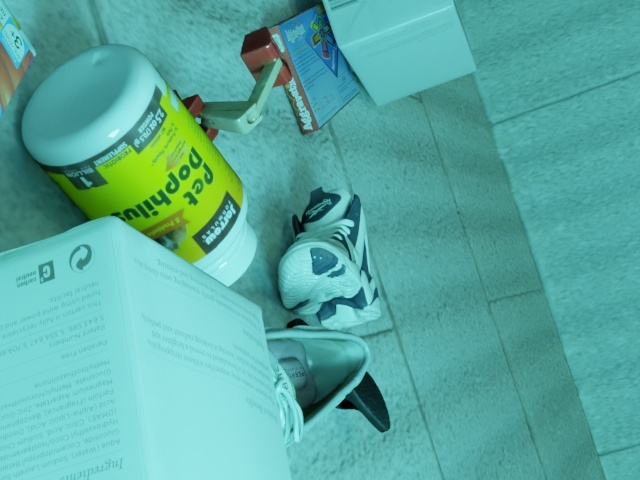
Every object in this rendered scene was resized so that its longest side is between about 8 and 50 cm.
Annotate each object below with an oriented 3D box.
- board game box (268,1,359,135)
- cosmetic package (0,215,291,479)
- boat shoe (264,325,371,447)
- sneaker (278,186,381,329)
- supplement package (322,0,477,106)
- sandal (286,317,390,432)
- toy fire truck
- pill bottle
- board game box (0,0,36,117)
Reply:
[{"bbox_3d":[-0.009,-0.241,1.832,0.281,0.027,0.145,-51,122,-70],"label":"board game box"},{"bbox_3d":[-0.112,0.206,0.829,0.217,0.156,0.385,40,36,-58],"label":"cosmetic package"},{"bbox_3d":[-0.042,0.129,1.204,0.320,0.103,0.118,1,71,-72],"label":"boat shoe"},{"bbox_3d":[0.000,0.000,1.491,0.235,0.094,0.153,34,39,-63],"label":"sneaker"},{"bbox_3d":[0.112,-0.343,1.996,0.293,0.175,0.178,40,31,-72],"label":"supplement package"},{"bbox_3d":[0.014,0.153,1.478,0.179,0.040,0.067,44,23,-27],"label":"sandal"},{"bbox_3d":[-0.098,-0.111,1.235,0.192,0.135,0.047,-87,152,-51],"label":"toy fire truck"},{"bbox_3d":[-0.137,-0.048,1.081,0.215,0.117,0.117,53,24,-44],"label":"pill bottle"},{"bbox_3d":[-0.266,-0.064,0.661,0.275,0.142,0.144,-83,149,-55],"label":"board game box"}]
